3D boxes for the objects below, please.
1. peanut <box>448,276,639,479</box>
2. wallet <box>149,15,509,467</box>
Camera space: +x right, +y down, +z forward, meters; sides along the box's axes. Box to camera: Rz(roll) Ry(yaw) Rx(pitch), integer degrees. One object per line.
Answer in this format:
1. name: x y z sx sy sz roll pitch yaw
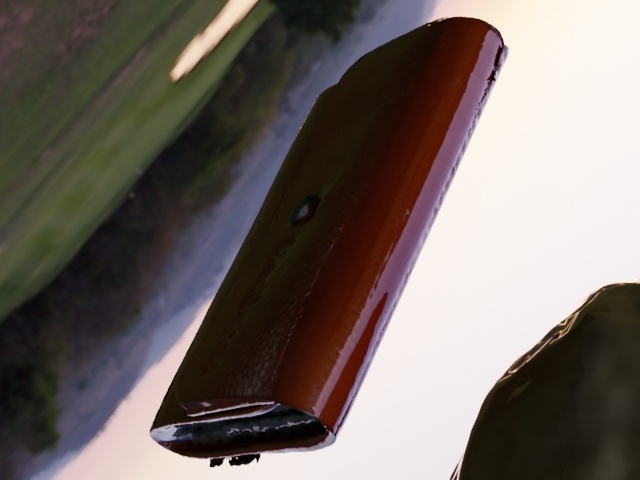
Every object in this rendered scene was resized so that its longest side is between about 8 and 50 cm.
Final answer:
1. peanut: 0.093 0.152 0.399 0.174 0.158 0.340 -29 -159 49
2. wallet: 0.000 0.000 0.540 0.142 0.045 0.204 -20 -142 55
